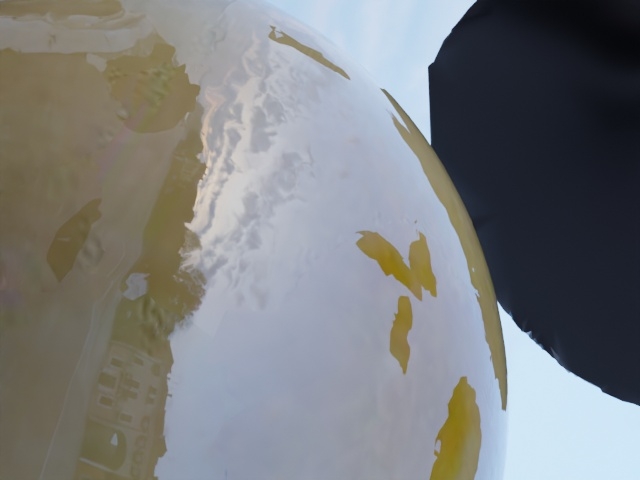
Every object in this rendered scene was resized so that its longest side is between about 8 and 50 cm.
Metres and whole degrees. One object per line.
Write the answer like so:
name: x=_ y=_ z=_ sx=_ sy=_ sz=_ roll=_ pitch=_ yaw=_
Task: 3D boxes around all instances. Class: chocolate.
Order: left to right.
chocolate: x=0.326 y=-0.084 z=0.997 sx=0.331 sy=0.383 sz=0.383 roll=-32 pitch=160 yaw=-34

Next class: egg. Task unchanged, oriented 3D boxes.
egg: x=-0.076 y=0.078 z=0.511 sx=0.301 sy=0.301 sz=0.373 roll=-84 pitch=172 yaw=-61
